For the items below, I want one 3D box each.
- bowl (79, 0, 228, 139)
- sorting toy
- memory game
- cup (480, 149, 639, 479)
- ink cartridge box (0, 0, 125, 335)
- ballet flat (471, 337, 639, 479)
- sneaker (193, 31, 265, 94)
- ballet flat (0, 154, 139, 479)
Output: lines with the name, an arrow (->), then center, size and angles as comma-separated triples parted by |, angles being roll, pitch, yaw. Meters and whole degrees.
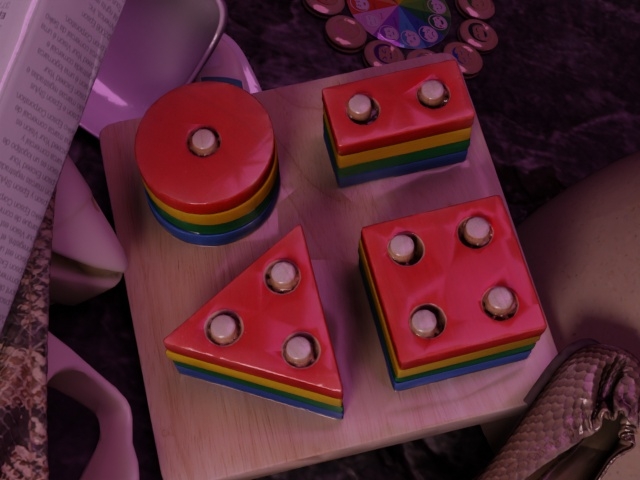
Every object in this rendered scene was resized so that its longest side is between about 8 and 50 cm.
bowl -> -0.143, -0.154, 0.838 | 0.142, 0.142, 0.053 | 40, 17, 2
sorting toy -> 0.000, 0.000, 0.742 | 0.255, 0.089, 0.257 | -13, 67, -5
memory game -> 0.070, -0.209, 1.021 | 0.186, 0.012, 0.186 | 10, 55, -14
cup -> 0.293, 0.048, 0.792 | 0.331, 0.237, 0.331 | 10, 54, -14
ink cartridge box -> -0.281, -0.023, 0.597 | 0.324, 0.071, 0.330 | 12, 77, 30
ballet flat -> 0.112, 0.168, 0.680 | 0.084, 0.058, 0.250 | 41, 84, -38
sneaker -> -0.081, -0.091, 0.856 | 0.075, 0.057, 0.161 | -15, 67, -34
ballet flat -> -0.190, 0.068, 0.669 | 0.182, 0.164, 0.483 | 16, 56, -38
